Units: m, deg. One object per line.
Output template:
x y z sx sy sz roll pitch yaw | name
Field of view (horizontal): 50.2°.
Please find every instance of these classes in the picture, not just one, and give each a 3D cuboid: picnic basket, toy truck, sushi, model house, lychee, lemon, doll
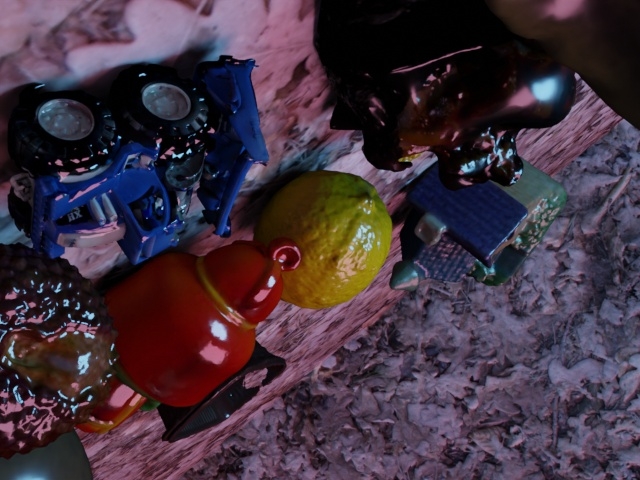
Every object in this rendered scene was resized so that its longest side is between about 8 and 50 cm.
-0.203 0.256 1.301 0.222 0.129 0.297 -41 166 7 | picnic basket
-0.125 -0.058 0.529 0.208 0.126 0.113 -28 163 -35 | toy truck
0.144 -0.160 0.681 0.215 0.212 0.227 -36 162 -11 | sushi
0.286 -0.016 1.388 0.280 0.245 0.312 -29 154 -43 | model house
-0.270 0.089 0.571 0.188 0.188 0.188 -35 165 -11 | lychee
0.000 -0.001 0.903 0.181 0.180 0.193 -30 160 -26 | lemon
-0.173 0.108 0.828 0.363 0.160 0.182 -36 122 10 | doll

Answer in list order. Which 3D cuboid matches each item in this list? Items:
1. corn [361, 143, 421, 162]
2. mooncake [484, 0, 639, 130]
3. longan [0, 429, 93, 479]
0.177 -0.203 0.866 0.320 0.097 0.097 -37 166 -9 | corn
0.228 -0.214 0.473 0.351 0.351 0.187 -23 155 -45 | mooncake
-0.360 0.270 0.735 0.248 0.248 0.248 -35 165 -11 | longan
